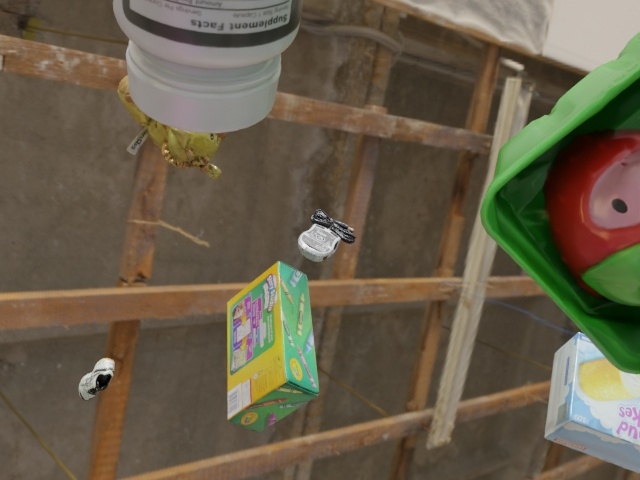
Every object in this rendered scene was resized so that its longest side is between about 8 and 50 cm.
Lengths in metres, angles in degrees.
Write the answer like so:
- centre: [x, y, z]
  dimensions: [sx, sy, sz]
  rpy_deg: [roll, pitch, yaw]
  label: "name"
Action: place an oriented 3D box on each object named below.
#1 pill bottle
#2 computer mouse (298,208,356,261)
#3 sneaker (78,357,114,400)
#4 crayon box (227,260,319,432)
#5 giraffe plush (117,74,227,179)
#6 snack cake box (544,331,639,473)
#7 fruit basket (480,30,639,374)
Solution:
- centre: [-0.087, -0.243, 0.585]
  dimensions: [0.161, 0.161, 0.283]
  rpy_deg: [-26, -36, -35]
  label: "pill bottle"
- centre: [0.000, 0.000, 1.422]
  dimensions: [0.042, 0.106, 0.193]
  rpy_deg: [-63, -9, 26]
  label: "computer mouse"
- centre: [-0.335, 0.214, 1.080]
  dimensions: [0.031, 0.037, 0.083]
  rpy_deg: [23, -65, -31]
  label: "sneaker"
- centre: [-0.097, 0.197, 1.373]
  dimensions: [0.081, 0.279, 0.165]
  rpy_deg: [30, -53, -33]
  label: "crayon box"
- centre: [-0.223, -0.193, 1.185]
  dimensions: [0.181, 0.170, 0.210]
  rpy_deg: [7, -63, -48]
  label: "giraffe plush"
- centre: [0.486, 0.264, 1.098]
  dimensions: [0.089, 0.264, 0.152]
  rpy_deg: [110, 180, -55]
  label: "snack cake box"
- centre: [0.347, -0.037, 0.565]
  dimensions: [0.283, 0.392, 0.392]
  rpy_deg: [43, -108, -18]
  label: "fruit basket"
